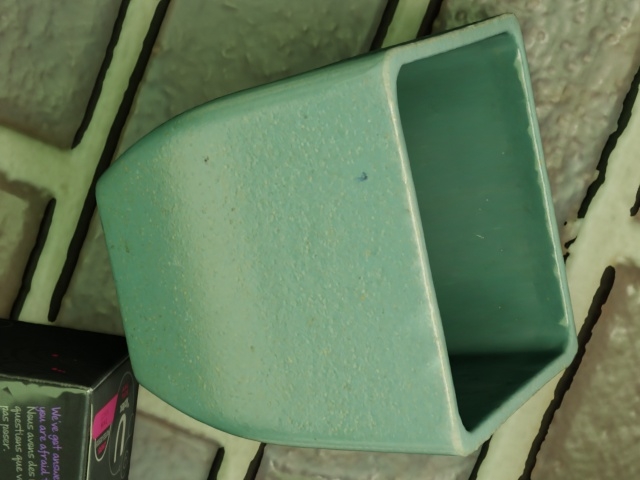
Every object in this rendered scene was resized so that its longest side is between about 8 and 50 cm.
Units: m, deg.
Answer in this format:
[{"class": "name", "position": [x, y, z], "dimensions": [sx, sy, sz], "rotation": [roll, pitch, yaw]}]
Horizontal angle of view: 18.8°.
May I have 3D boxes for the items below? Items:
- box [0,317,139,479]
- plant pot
[{"class": "box", "position": [-0.278, 0.132, 1.371], "dimensions": [0.270, 0.165, 0.143], "rotation": [8, 100, 5]}, {"class": "plant pot", "position": [0.000, 0.000, 1.287], "dimensions": [0.252, 0.247, 0.248], "rotation": [-7, 99, 26]}]
